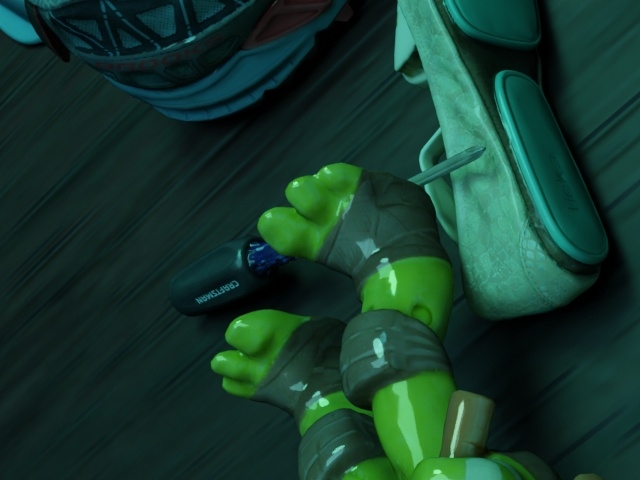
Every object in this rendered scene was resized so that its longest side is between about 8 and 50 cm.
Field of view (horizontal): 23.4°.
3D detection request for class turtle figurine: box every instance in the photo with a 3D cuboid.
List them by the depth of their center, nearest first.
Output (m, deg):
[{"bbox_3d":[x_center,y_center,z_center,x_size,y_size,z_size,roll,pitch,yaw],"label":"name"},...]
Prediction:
[{"bbox_3d":[0.034,0.082,0.441,0.269,0.087,0.217,96,161,-48],"label":"turtle figurine"}]

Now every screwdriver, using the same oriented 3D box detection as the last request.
[{"bbox_3d":[0.000,0.000,0.542,0.170,0.024,0.025,-19,89,47],"label":"screwdriver"}]

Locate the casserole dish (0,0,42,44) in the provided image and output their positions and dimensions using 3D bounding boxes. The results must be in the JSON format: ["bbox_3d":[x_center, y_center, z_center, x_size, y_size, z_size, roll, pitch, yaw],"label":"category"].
[{"bbox_3d":[-0.107,-0.179,0.693,0.114,0.037,0.188,33,97,39],"label":"casserole dish"}]

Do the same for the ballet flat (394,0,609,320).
[{"bbox_3d":[0.048,-0.052,0.524,0.052,0.057,0.168,-32,58,38],"label":"ballet flat"}]

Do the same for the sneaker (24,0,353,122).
[{"bbox_3d":[-0.010,-0.159,0.553,0.262,0.125,0.104,-53,52,13],"label":"sneaker"}]
